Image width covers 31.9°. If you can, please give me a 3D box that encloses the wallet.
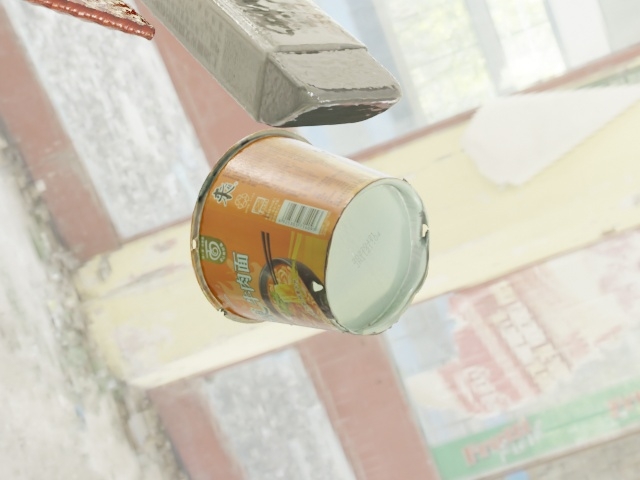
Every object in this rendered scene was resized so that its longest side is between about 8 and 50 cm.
[{"bbox_3d":[-0.213,-0.180,0.749,0.196,0.020,0.103,15,20,-32],"label":"wallet"}]

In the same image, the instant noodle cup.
[{"bbox_3d":[0.000,0.000,1.239,0.230,0.182,0.230,-15,111,-45],"label":"instant noodle cup"}]

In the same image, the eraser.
[{"bbox_3d":[-0.061,-0.171,0.852,0.352,0.089,0.061,49,-45,43],"label":"eraser"}]
